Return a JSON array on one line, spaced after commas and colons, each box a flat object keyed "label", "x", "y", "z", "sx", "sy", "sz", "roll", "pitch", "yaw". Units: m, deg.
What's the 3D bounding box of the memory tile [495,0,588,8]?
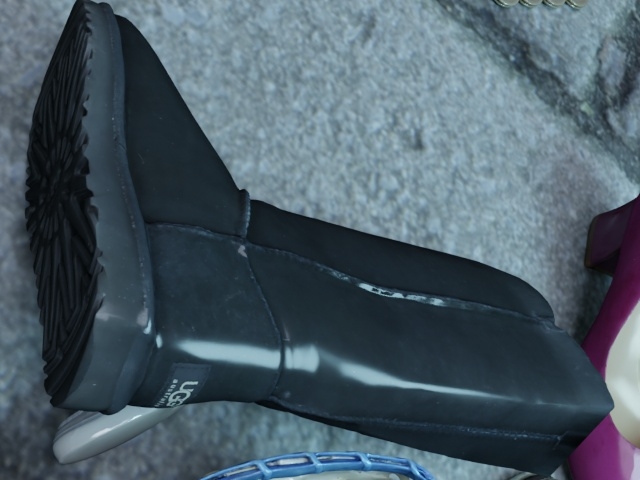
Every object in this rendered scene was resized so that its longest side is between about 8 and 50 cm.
[{"label": "memory tile", "x": 0.251, "y": -0.326, "z": 1.062, "sx": 0.148, "sy": 0.012, "sz": 0.113, "roll": -7, "pitch": 77, "yaw": -28}]

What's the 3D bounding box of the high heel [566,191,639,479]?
[{"label": "high heel", "x": 0.333, "y": 0.109, "z": 0.861, "sx": 0.127, "sy": 0.181, "sz": 0.377, "roll": 13, "pitch": 68, "yaw": -23}]

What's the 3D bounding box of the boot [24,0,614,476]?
[{"label": "boot", "x": 0.000, "y": 0.002, "z": 0.737, "sx": 0.445, "sy": 0.146, "sz": 0.367, "roll": 12, "pitch": 46, "yaw": -31}]

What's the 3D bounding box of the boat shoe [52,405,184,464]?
[{"label": "boat shoe", "x": -0.133, "y": 0.104, "z": 0.697, "sx": 0.184, "sy": 0.066, "sz": 0.063, "roll": -31, "pitch": 76, "yaw": -29}]

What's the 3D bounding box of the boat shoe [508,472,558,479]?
[{"label": "boat shoe", "x": 0.162, "y": 0.295, "z": 0.778, "sx": 0.081, "sy": 0.069, "sz": 0.227, "roll": 47, "pitch": 59, "yaw": -7}]

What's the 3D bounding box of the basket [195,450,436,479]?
[{"label": "basket", "x": -0.007, "y": 0.240, "z": 0.581, "sx": 0.255, "sy": 0.289, "sz": 0.201, "roll": 1, "pitch": 76, "yaw": -29}]
